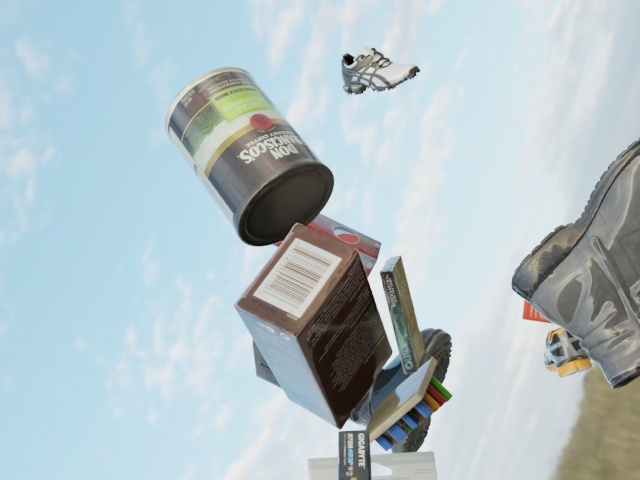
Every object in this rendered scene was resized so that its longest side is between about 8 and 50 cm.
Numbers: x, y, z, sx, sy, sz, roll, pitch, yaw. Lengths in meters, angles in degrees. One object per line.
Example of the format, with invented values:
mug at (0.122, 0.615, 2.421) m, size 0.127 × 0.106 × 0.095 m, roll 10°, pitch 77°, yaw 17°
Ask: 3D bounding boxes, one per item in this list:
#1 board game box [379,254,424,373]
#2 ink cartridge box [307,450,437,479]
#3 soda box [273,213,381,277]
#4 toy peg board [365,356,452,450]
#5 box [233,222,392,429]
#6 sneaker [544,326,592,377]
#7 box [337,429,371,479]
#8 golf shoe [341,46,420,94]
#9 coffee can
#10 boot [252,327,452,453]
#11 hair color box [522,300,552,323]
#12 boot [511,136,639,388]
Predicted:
board game box at (0.145, 0.129, 1.722) m, size 0.126 × 0.026 × 0.186 m, roll -40°, pitch -64°, yaw -74°
ink cartridge box at (0.111, 0.560, 1.984) m, size 0.060 × 0.275 × 0.238 m, roll 96°, pitch 170°, yaw -58°
soda box at (0.000, 0.000, 2.189) m, size 0.092 × 0.263 × 0.083 m, roll -68°, pitch 3°, yaw -61°
toy peg board at (0.169, 0.323, 1.822) m, size 0.161 × 0.079 × 0.160 m, roll -46°, pitch 1°, yaw 25°
box at (0.000, 0.159, 1.726) m, size 0.191 × 0.143 × 0.381 m, roll -53°, pitch -31°, yaw -22°
sneaker at (0.450, 0.196, 1.794) m, size 0.215 × 0.084 × 0.083 m, roll 38°, pitch -148°, yaw -85°
box at (0.053, 0.421, 1.461) m, size 0.175 × 0.051 × 0.220 m, roll -88°, pitch -4°, yaw -50°
golf shoe at (0.115, -0.358, 2.022) m, size 0.077 × 0.198 × 0.093 m, roll -37°, pitch -64°, yaw -42°
coffee can at (-0.133, -0.154, 1.780) m, size 0.202 × 0.275 × 0.201 m, roll -29°, pitch -29°, yaw -18°
boot at (0.055, 0.261, 2.222) m, size 0.146 × 0.445 × 0.366 m, roll -30°, pitch -39°, yaw -47°
hair color box at (0.387, 0.101, 1.501) m, size 0.072 × 0.141 × 0.043 m, roll -46°, pitch -39°, yaw -65°
boot at (0.439, 0.016, 1.279) m, size 0.338 × 0.223 × 0.118 m, roll -50°, pitch -27°, yaw 7°
